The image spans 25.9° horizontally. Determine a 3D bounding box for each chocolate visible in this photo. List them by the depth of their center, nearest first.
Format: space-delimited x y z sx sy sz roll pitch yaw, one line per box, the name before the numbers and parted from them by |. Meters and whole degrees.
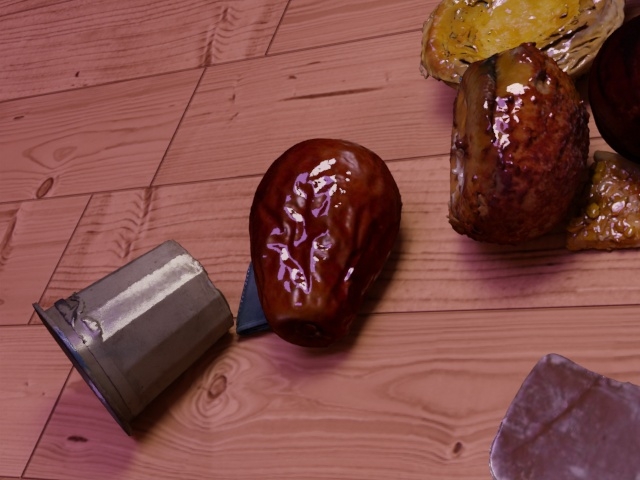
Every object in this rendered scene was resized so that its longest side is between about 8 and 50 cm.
chocolate | 0.290 0.223 1.354 0.254 0.080 0.157 22 79 48

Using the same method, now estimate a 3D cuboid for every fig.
fig | 0.410 -0.169 1.524 0.235 0.235 0.215 11 98 44

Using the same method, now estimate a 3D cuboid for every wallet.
wallet | -0.066 0.064 1.824 0.088 0.026 0.129 -18 45 31

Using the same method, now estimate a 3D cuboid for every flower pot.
flower pot | -0.235 0.110 1.802 0.202 0.212 0.212 -38 38 -16

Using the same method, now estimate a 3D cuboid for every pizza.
pizza | 0.332 -0.038 1.594 0.131 0.041 0.178 -28 41 18

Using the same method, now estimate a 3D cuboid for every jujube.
jujube | 0.000 0.000 1.723 0.190 0.190 0.255 -9 56 32

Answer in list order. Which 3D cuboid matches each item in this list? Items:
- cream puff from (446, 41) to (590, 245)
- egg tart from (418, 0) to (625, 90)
cream puff | 0.228 -0.109 1.617 0.163 0.240 0.240 -1 48 3
egg tart | 0.264 -0.261 1.810 0.290 0.107 0.291 -19 41 18
